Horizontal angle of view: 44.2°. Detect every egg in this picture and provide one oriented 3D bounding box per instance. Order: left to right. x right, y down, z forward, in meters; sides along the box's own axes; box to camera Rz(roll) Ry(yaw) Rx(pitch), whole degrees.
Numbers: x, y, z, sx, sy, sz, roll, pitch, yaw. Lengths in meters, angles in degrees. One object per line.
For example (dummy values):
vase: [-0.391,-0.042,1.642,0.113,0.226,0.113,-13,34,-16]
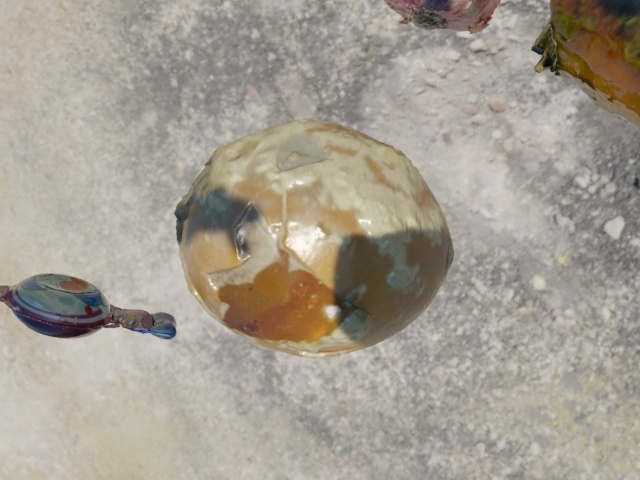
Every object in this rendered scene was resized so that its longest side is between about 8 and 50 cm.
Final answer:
egg: [0.000,0.000,0.638,0.233,0.195,0.195,21,152,-27]

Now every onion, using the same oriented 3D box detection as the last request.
onion: [0.155,-0.355,0.964,0.159,0.159,0.195,13,89,39]

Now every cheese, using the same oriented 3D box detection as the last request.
cheese: [-0.188,0.057,0.635,0.095,0.145,0.038,-125,50,-71]

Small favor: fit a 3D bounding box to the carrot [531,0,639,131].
carrot: [0.229,-0.061,0.369,0.302,0.114,0.114,37,139,16]
